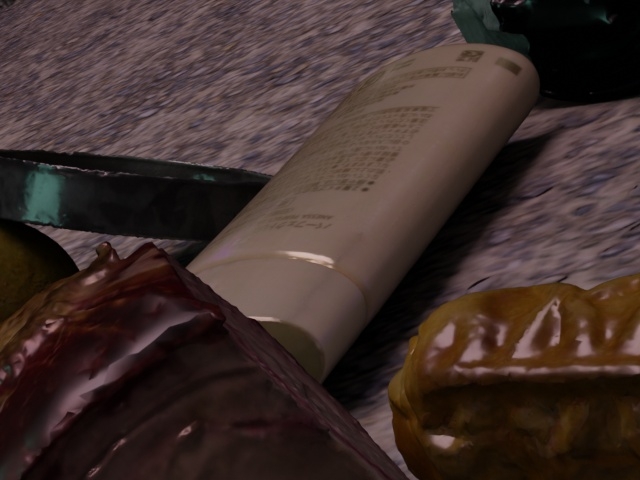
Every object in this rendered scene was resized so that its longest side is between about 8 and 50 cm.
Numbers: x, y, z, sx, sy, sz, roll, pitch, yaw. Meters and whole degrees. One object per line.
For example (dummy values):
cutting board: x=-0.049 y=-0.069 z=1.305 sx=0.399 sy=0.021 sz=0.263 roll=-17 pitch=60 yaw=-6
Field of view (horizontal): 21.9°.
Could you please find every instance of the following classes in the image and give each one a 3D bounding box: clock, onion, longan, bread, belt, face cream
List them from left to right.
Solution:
longan: x=-0.230 y=0.064 z=1.104 sx=0.154 sy=0.176 sz=0.145 roll=-42 pitch=-31 yaw=26
clock: x=-0.130 y=-0.033 z=1.137 sx=0.215 sy=0.042 sz=0.215 roll=6 pitch=6 yaw=-1
onion: x=-0.065 y=0.124 z=0.584 sx=0.207 sy=0.216 sz=0.206 roll=-40 pitch=17 yaw=-6
face cream: x=0.000 y=0.000 z=0.988 sx=0.173 sy=0.081 sz=0.348 roll=-18 pitch=22 yaw=40
belt: x=0.167 y=-0.168 z=1.065 sx=0.078 sy=0.151 sz=0.198 roll=-43 pitch=21 yaw=-31
bread: x=0.181 y=0.048 z=0.533 sx=0.367 sy=0.084 sz=0.077 roll=-6 pitch=7 yaw=36
